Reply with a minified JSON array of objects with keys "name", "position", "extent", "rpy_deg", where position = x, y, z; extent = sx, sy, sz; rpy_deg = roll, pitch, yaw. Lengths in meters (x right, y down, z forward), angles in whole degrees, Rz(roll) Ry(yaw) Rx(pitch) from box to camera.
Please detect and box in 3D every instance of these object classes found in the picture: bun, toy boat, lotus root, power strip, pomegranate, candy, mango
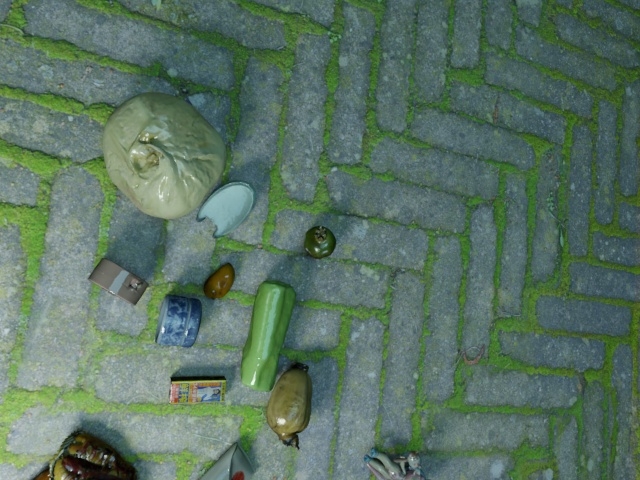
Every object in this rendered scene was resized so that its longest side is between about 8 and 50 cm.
[{"name":"bun","position":[-0.448,-0.239,1.355],"extent":[0.360,0.213,0.362],"rpy_deg":[-1,99,-8]},{"name":"toy boat","position":[-0.296,-0.107,1.524],"extent":[0.134,0.079,0.208],"rpy_deg":[44,82,-6]},{"name":"lotus root","position":[-0.096,0.521,1.507],"extent":[0.139,0.154,0.257],"rpy_deg":[5,63,15]},{"name":"power strip","position":[-0.568,0.119,1.338],"extent":[0.154,0.154,0.078],"rpy_deg":[36,71,-16]},{"name":"pomegranate","position":[0.000,0.000,1.593],"extent":[0.114,0.142,0.115],"rpy_deg":[1,69,-3]},{"name":"candy","position":[-0.164,0.297,1.501],"extent":[0.131,0.142,0.344],"rpy_deg":[18,80,-33]},{"name":"mango","position":[-0.314,0.128,1.493],"extent":[0.077,0.063,0.127],"rpy_deg":[38,72,-7]}]

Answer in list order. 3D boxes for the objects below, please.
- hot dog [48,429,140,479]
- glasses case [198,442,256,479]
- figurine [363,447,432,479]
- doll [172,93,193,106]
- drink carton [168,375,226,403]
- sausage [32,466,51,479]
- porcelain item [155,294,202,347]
[{"name":"hot dog","position":[-0.608,0.639,1.292],"extent":[0.270,0.081,0.163],"rpy_deg":[47,29,-16]},{"name":"glasses case","position":[-0.327,0.770,1.423],"extent":[0.308,0.083,0.128],"rpy_deg":[-44,102,-19]},{"name":"figurine","position":[0.278,0.790,1.655],"extent":[0.260,0.103,0.205],"rpy_deg":[36,99,-12]},{"name":"doll","position":[-0.403,-0.362,1.493],"extent":[0.102,0.075,0.228],"rpy_deg":[-38,88,-30]},{"name":"drink carton","position":[-0.375,0.454,1.446],"extent":[0.165,0.056,0.071],"rpy_deg":[6,92,-22]},{"name":"sausage","position":[-0.813,0.696,1.232],"extent":[0.301,0.076,0.103],"rpy_deg":[-20,94,-23]},{"name":"porcelain item","position":[-0.415,0.239,1.397],"extent":[0.114,0.147,0.147],"rpy_deg":[13,81,-23]}]
